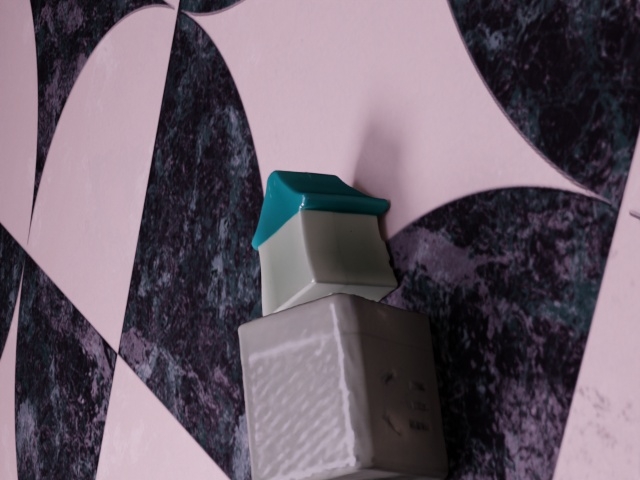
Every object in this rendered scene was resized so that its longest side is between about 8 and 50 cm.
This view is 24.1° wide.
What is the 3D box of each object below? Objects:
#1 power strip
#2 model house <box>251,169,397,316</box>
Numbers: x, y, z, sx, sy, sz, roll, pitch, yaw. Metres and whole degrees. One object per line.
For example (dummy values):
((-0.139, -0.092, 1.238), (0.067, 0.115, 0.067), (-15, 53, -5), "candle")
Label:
((0.024, 0.175, 1.371), (0.139, 0.140, 0.224), (-19, 68, 32), "power strip")
((0.000, 0.000, 1.519), (0.127, 0.100, 0.149), (-39, 55, 53), "model house")
